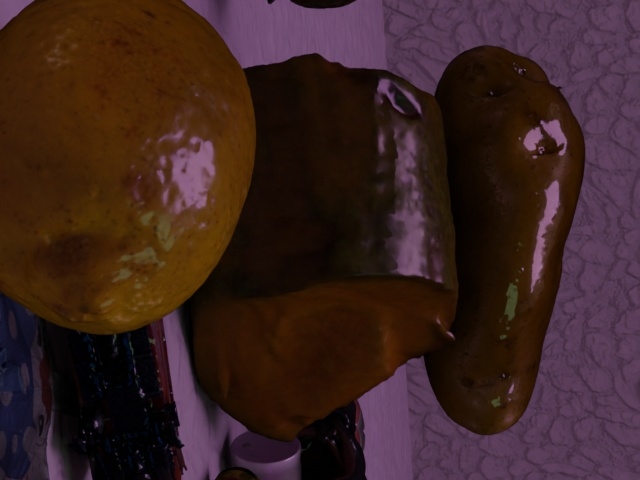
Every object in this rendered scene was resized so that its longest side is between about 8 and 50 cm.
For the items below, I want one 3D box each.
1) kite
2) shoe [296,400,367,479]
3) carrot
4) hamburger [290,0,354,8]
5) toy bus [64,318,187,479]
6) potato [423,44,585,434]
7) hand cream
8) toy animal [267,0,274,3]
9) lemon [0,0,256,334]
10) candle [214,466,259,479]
[{"bbox_3d":[-0.171,0.089,0.975,0.314,0.011,0.335,36,53,-80],"label":"kite"},{"bbox_3d":[-0.011,0.222,1.687,0.291,0.114,0.137,-106,170,-53],"label":"shoe"},{"bbox_3d":[0.000,0.000,1.412,0.241,0.241,0.341,51,36,-77],"label":"carrot"},{"bbox_3d":[0.008,-0.383,1.547,0.265,0.134,0.285,44,-37,28],"label":"hamburger"},{"bbox_3d":[-0.131,0.061,1.019,0.096,0.073,0.235,-99,-177,-66],"label":"toy bus"},{"bbox_3d":[0.170,0.000,1.517,0.195,0.176,0.369,2,-94,54],"label":"potato"},{"bbox_3d":[-0.049,0.341,1.575,0.111,0.070,0.312,-88,176,-66],"label":"hand cream"},{"bbox_3d":[-0.047,-0.298,1.312,0.154,0.208,0.325,45,-5,-12],"label":"toy animal"},{"bbox_3d":[-0.117,-0.047,0.849,0.207,0.170,0.170,-74,161,-50],"label":"lemon"},{"bbox_3d":[-0.085,0.245,1.396,0.131,0.052,0.052,-60,147,-74],"label":"candle"}]
